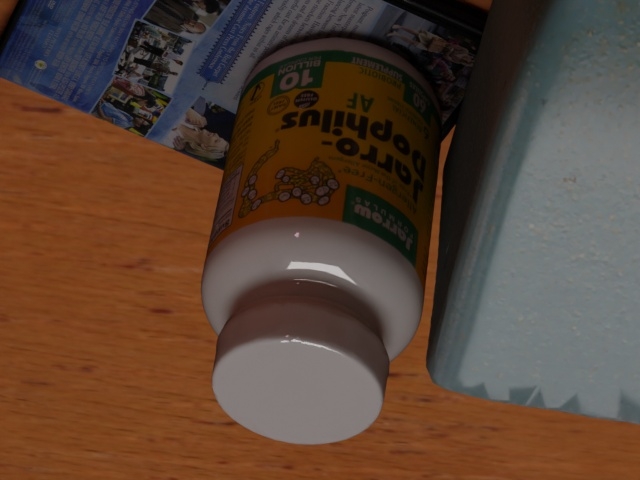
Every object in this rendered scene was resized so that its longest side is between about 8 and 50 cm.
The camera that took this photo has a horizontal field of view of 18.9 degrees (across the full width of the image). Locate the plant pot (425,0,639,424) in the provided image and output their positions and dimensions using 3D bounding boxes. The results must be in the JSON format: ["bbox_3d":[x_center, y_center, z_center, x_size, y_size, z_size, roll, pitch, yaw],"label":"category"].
[{"bbox_3d":[0.197,-0.076,0.918,0.247,0.248,0.252,10,118,1],"label":"plant pot"}]

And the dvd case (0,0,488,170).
[{"bbox_3d":[-0.042,-0.108,1.087,0.253,0.022,0.180,23,136,-14],"label":"dvd case"}]

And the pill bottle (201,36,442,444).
[{"bbox_3d":[0.000,0.000,1.023,0.118,0.208,0.117,5,138,5],"label":"pill bottle"}]
